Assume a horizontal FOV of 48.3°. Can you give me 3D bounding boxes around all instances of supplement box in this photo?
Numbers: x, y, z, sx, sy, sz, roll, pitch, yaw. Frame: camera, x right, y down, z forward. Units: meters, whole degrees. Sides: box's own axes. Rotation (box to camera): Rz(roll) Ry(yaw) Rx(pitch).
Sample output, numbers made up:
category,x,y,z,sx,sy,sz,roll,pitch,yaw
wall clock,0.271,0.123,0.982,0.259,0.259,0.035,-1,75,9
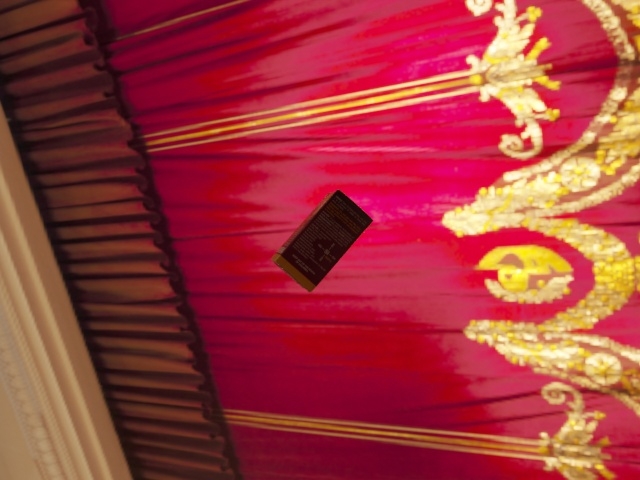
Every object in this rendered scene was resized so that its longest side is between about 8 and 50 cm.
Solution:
category,x,y,z,sx,sy,sz,roll,pitch,yaw
supplement box,0.000,0.000,0.625,0.043,0.055,0.083,41,-94,-5
